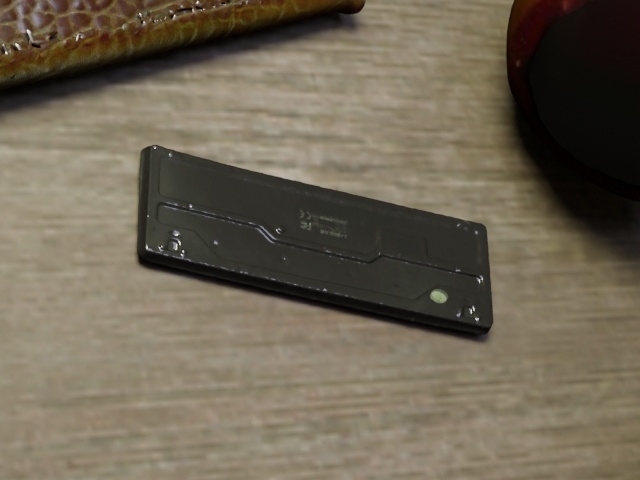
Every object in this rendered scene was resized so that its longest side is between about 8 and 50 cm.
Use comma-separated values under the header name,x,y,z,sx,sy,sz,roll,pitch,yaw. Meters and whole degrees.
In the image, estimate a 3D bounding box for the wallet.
name,x,y,z,sx,sy,sz,roll,pitch,yaw
wallet,-0.103,-0.127,0.763,0.243,0.039,0.133,-17,73,-34

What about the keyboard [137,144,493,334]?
name,x,y,z,sx,sy,sz,roll,pitch,yaw
keyboard,0.000,0.000,0.771,0.155,0.010,0.053,14,58,-22

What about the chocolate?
name,x,y,z,sx,sy,sz,roll,pitch,yaw
chocolate,0.147,-0.084,0.835,0.127,0.124,0.133,46,21,2
